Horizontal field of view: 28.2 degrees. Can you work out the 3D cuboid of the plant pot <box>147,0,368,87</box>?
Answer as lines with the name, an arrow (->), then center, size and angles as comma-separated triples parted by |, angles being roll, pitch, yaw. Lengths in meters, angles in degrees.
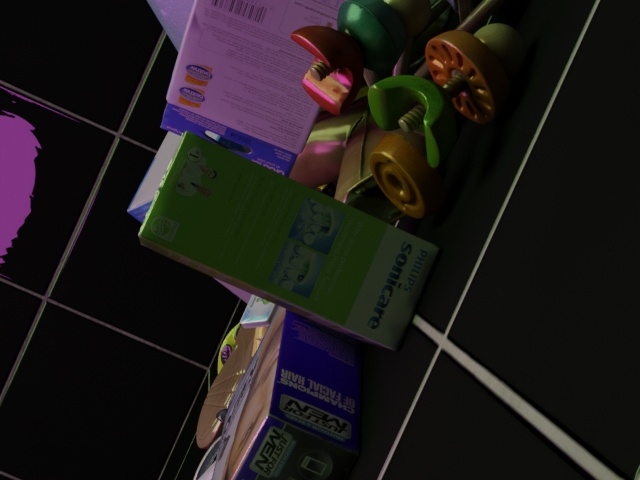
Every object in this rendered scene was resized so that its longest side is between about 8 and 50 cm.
plant pot -> -0.039, -0.296, 1.703 | 0.247, 0.252, 0.248 | -18, 9, 46

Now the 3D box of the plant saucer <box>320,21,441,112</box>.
plant saucer -> -0.031, -0.241, 1.937 | 0.081, 0.332, 0.333 | -75, 10, -71

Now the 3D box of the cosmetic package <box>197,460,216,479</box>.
cosmetic package -> -0.147, 0.363, 1.528 | 0.239, 0.060, 0.099 | -49, 45, 26

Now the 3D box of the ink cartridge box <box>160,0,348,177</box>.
ink cartridge box -> -0.072, -0.222, 1.525 | 0.065, 0.185, 0.311 | -72, 5, -46

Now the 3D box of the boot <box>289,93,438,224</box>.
boot -> 0.037, -0.089, 1.572 | 0.236, 0.089, 0.269 | -33, 22, 20

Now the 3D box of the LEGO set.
LEGO set -> 0.000, 0.000, 1.656 | 0.182, 0.060, 0.244 | -7, 44, 37

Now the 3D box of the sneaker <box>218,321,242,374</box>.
sneaker -> -0.083, 0.135, 2.161 | 0.123, 0.109, 0.296 | 59, -130, -69

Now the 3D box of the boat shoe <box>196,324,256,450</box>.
boat shoe -> -0.098, 0.206, 1.965 | 0.103, 0.092, 0.285 | -21, 39, 54

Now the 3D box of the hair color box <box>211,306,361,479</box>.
hair color box -> -0.039, 0.203, 1.407 | 0.339, 0.110, 0.185 | -88, 24, -69

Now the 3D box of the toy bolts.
toy bolts -> 0.102, -0.164, 1.335 | 0.158, 0.228, 0.218 | -39, -28, -17

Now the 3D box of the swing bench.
swing bench -> 0.136, -0.287, 1.513 | 0.253, 0.165, 0.255 | -81, 16, -66

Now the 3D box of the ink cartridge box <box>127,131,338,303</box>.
ink cartridge box -> -0.094, -0.061, 1.856 | 0.197, 0.270, 0.198 | -21, 37, 47

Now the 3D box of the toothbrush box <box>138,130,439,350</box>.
toothbrush box -> -0.041, 0.005, 1.347 | 0.206, 0.283, 0.122 | 167, 126, -82

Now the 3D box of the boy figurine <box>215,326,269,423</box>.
boy figurine -> -0.040, 0.132, 1.741 | 0.285, 0.092, 0.177 | -63, -18, -2

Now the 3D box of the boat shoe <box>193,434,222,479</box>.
boat shoe -> -0.136, 0.370, 1.636 | 0.079, 0.095, 0.255 | 131, 160, -72

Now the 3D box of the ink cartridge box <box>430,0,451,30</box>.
ink cartridge box -> 0.162, -0.384, 2.049 | 0.231, 0.078, 0.134 | -72, 9, -46
